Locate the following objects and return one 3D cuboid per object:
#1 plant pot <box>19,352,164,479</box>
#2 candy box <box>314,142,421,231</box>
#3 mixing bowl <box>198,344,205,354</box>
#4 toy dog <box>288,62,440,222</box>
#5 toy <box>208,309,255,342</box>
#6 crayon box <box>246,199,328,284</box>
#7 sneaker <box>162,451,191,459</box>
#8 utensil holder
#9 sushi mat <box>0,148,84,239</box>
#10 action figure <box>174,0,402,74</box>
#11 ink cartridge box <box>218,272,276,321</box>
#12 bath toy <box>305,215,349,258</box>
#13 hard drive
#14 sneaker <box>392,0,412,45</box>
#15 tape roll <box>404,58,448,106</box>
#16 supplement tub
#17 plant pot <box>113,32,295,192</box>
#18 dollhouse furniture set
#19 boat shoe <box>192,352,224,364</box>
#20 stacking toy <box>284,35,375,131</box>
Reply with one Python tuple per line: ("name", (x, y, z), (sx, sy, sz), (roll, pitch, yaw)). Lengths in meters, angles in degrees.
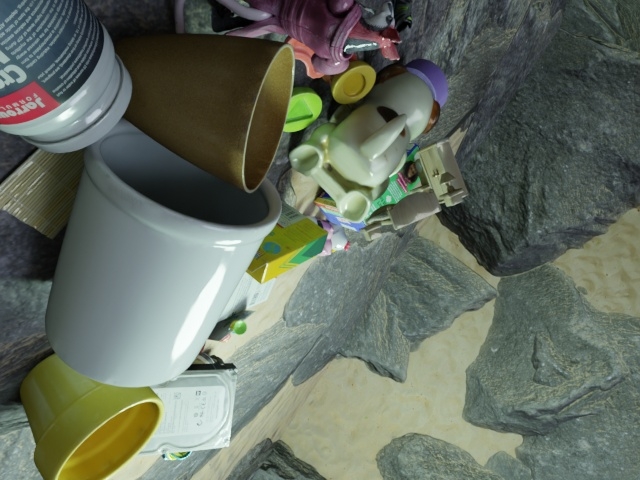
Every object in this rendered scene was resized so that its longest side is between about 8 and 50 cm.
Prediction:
("plant pot", (-0.526, 0.377, 0.990), (0.254, 0.239, 0.254), (-43, 154, -27))
("candy box", (0.168, -0.189, 1.513), (0.317, 0.268, 0.122), (-50, 123, -12))
("mixing bowl", (-0.401, 0.294, 1.299), (0.181, 0.098, 0.182), (-44, 155, -26))
("toy dog", (0.156, -0.325, 1.267), (0.408, 0.284, 0.395), (-50, 178, -27))
("toy", (-0.287, 0.275, 1.375), (0.137, 0.056, 0.237), (-40, -169, -31))
("crayon box", (-0.153, 0.002, 1.249), (0.318, 0.202, 0.081), (-25, 144, -47))
("sneaker", (-0.484, 0.611, 1.399), (0.127, 0.208, 0.319), (-42, 165, -28))
("utensil holder", (-0.301, 0.025, 0.823), (0.327, 0.327, 0.386), (-15, 142, -56))
("sushi mat", (-0.407, -0.150, 0.783), (0.317, 0.019, 0.151), (-50, 156, -11))
("action figure", (-0.030, -0.391, 0.730), (0.275, 0.370, 0.248), (-41, 155, -31))
("ink cartridge box", (-0.251, 0.112, 1.317), (0.272, 0.114, 0.197), (-19, 139, -56))
("bath toy", (0.000, 0.000, 1.627), (0.151, 0.129, 0.348), (-50, 160, 20))
("hard drive", (-0.410, 0.466, 1.234), (0.338, 0.064, 0.237), (7, 91, -25))
("sneaker", (0.239, -0.649, 1.270), (0.067, 0.078, 0.188), (-10, 130, -59))
("tape roll", (0.327, -0.503, 1.496), (0.080, 0.189, 0.189), (-40, 153, -29))
("supplement tub", (-0.369, -0.245, 0.508), (0.191, 0.191, 0.272), (-50, 156, -10))
("plant pot", (-0.197, -0.225, 0.713), (0.237, 0.254, 0.237), (17, 90, -87))
("dollhouse furniture set", (0.208, -0.139, 1.255), (0.355, 0.174, 0.303), (-22, -176, -15))
("boat shoe", (-0.381, 0.444, 1.547), (0.092, 0.102, 0.285), (-47, 160, -30))
("stacking toy", (-0.039, -0.424, 1.074), (0.279, 0.131, 0.309), (-31, 157, 11))
